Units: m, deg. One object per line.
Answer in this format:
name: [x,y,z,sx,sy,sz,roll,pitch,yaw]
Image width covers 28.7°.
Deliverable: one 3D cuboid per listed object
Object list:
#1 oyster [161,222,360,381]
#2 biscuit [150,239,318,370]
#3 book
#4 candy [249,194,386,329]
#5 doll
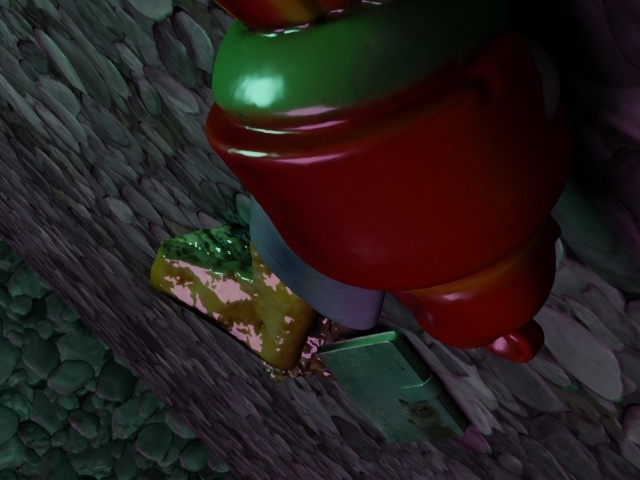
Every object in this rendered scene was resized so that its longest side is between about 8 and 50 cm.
oyster: [-0.043,0.077,1.271,0.223,0.083,0.214,16,149,46]
biscuit: [-0.070,0.030,1.164,0.174,0.039,0.183,36,137,6]
book: [0.071,0.143,1.191,0.103,0.017,0.135,-14,123,42]
candy: [0.000,0.000,1.001,0.138,0.071,0.174,40,163,12]
doll: [0.033,-0.063,0.636,0.182,0.160,0.363,11,143,50]
